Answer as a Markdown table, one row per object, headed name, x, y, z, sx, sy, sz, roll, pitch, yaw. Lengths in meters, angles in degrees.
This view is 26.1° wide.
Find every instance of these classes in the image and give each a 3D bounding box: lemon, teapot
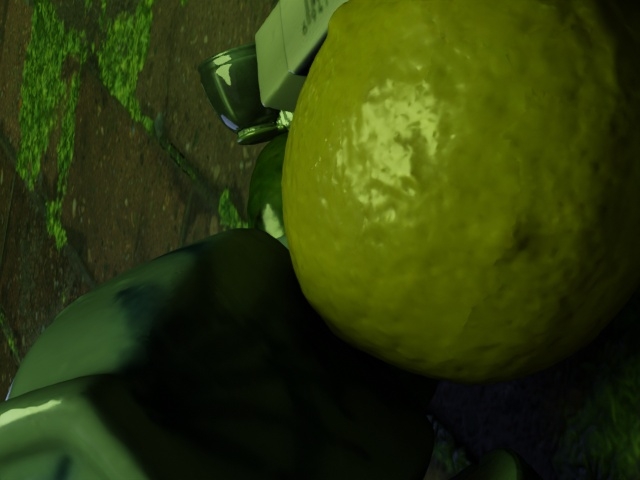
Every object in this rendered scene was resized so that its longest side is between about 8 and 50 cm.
| name | x | y | z | sx | sy | sz | roll | pitch | yaw |
| --- | --- | --- | --- | --- | --- | --- | --- | --- | --- |
| lemon | 0.091 | -0.041 | 0.806 | 0.233 | 0.233 | 0.288 | -119 | 39 | -48 |
| teapot | -0.053 | -0.135 | 1.262 | 0.124 | 0.092 | 0.091 | -23 | 83 | 68 |

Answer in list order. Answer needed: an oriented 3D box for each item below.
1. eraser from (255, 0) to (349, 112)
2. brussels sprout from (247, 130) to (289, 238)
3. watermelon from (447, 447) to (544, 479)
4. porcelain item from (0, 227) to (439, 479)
| name | x | y | z | sx | sy | sz | roll | pitch | yaw |
| --- | --- | --- | --- | --- | --- | --- | --- | --- | --- |
| eraser | 0.061 | -0.189 | 0.996 | 0.279 | 0.124 | 0.081 | -45 | 46 | 52 |
| brussels sprout | 0.003 | -0.005 | 1.078 | 0.145 | 0.131 | 0.183 | 120 | 152 | -45 |
| watermelon | 0.074 | 0.250 | 0.846 | 0.305 | 0.180 | 0.224 | 133 | 135 | -64 |
| porcelain item | -0.060 | 0.121 | 0.833 | 0.178 | 0.405 | 0.242 | -43 | 86 | 21 |
